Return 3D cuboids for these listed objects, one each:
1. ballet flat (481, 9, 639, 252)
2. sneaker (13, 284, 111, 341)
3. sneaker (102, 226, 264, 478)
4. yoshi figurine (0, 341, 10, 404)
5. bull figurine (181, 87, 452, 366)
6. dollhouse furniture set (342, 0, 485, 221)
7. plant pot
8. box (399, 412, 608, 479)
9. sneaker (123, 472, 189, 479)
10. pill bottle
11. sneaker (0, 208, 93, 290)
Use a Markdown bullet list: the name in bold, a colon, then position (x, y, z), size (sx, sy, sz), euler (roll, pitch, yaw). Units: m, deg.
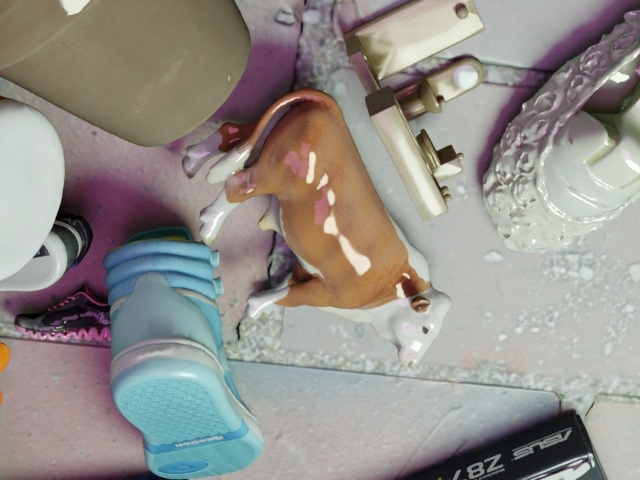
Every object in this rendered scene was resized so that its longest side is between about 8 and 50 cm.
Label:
- **ballet flat**: position (0.300, -0.133, 1.159), size (0.147, 0.147, 0.409), euler (35, 109, -16)
- **sneaker**: position (-0.252, 0.073, 1.286), size (0.119, 0.047, 0.057), euler (1, 95, -5)
- **sneaker**: position (-0.135, 0.107, 1.266), size (0.127, 0.208, 0.319), euler (-8, 151, -2)
- **yoshi figurine**: position (-0.433, 0.206, 1.249), size (0.203, 0.203, 0.362), euler (7, 97, 21)
- **bull figurine**: position (0.000, 0.000, 1.224), size (0.188, 0.101, 0.310), euler (-21, 114, 9)
- **dollhouse furniture set**: position (0.111, -0.130, 1.142), size (0.123, 0.151, 0.144), euler (-25, 115, 9)
- **plant pot**: position (-0.185, -0.204, 1.068), size (0.263, 0.263, 0.229), euler (-36, 130, 13)
- **box**: position (0.218, 0.420, 1.429), size (0.318, 0.097, 0.395), euler (-21, 113, 11)
- **sneaker**: position (-0.248, 0.316, 1.372), size (0.232, 0.081, 0.090), euler (-7, 110, 1)
- **pill bottle**: position (-0.378, -0.072, 1.099), size (0.278, 0.162, 0.162), euler (17, 116, 21)
- **sneaker**: position (-0.324, 0.010, 1.216), size (0.217, 0.121, 0.079), euler (1, 103, 14)
